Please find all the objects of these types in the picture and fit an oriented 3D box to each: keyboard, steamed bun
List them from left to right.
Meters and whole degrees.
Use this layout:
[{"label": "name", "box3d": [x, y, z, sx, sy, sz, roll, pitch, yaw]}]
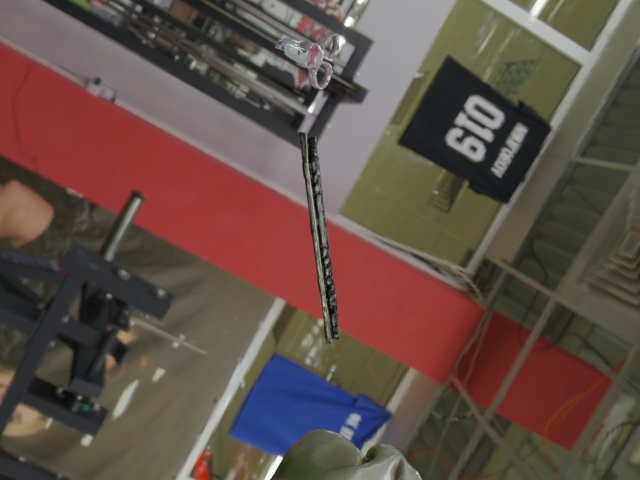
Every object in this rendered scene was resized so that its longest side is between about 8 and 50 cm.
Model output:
[{"label": "keyboard", "box3d": [0.000, 0.000, 1.130, 0.106, 0.027, 0.317, -97, 179, -57]}, {"label": "steamed bun", "box3d": [0.021, 0.502, 1.254, 0.255, 0.368, 0.342, -12, 165, -45]}]

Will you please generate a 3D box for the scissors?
[{"label": "scissors", "box3d": [-0.026, -0.371, 1.541, 0.242, 0.030, 0.118, -13, 122, -66]}]
